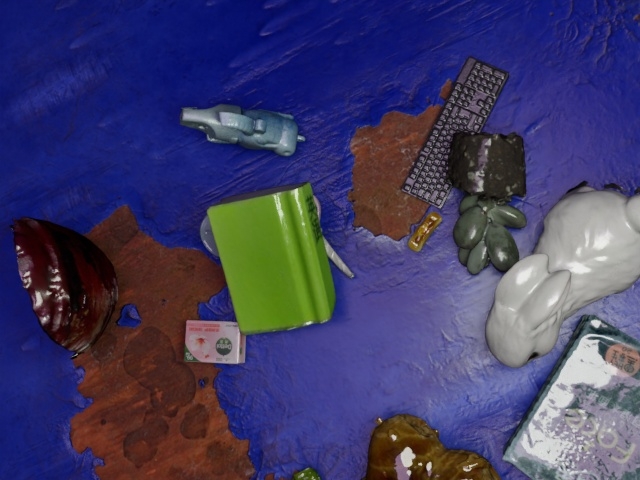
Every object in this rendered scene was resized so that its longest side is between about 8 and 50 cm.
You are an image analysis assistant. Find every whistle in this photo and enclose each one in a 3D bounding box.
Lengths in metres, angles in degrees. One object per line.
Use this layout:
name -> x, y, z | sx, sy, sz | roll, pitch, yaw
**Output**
whistle -> -0.159, -0.233, 1.451 | 0.268, 0.180, 0.093 | 5, 86, -17

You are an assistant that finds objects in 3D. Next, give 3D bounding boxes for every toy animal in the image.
toy animal -> 0.425, 0.064, 1.217 | 0.194, 0.258, 0.357 | 40, 73, 16

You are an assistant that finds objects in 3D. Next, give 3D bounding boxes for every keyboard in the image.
keyboard -> 0.271, -0.221, 1.420 | 0.100, 0.018, 0.310 | 27, 90, 14

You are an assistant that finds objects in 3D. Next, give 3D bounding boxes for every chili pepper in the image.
chili pepper -> -0.002, 0.552, 1.367 | 0.072, 0.073, 0.204 | -34, 65, 26

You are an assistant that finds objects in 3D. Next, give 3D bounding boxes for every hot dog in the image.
hot dog -> 0.209, -0.019, 1.403 | 0.030, 0.034, 0.090 | 37, 92, 14

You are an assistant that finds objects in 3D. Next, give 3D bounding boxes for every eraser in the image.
eraser -> -0.091, 0.038, 1.382 | 0.210, 0.092, 0.274 | -10, 103, 20

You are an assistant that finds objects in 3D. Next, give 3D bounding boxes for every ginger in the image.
ginger -> 0.213, 0.503, 1.278 | 0.357, 0.152, 0.274 | 28, 91, 17

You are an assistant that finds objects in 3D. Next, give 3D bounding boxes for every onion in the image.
onion -> -0.522, 0.077, 1.459 | 0.146, 0.280, 0.315 | -18, 79, -4

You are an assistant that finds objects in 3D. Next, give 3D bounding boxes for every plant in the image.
plant -> 0.317, -0.072, 1.329 | 0.149, 0.146, 0.275 | -3, 95, -12

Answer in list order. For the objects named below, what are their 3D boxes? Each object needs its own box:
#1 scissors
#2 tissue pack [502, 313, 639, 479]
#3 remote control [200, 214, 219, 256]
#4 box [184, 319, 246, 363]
scissors -> 0.000, 0.000, 1.456 | 0.110, 0.021, 0.212 | -45, 76, 12
tissue pack -> 0.503, 0.322, 1.255 | 0.227, 0.103, 0.316 | 31, 90, 16
remote control -> -0.136, -0.006, 1.461 | 0.247, 0.052, 0.104 | 10, 109, 17
box -> -0.222, 0.213, 1.473 | 0.125, 0.043, 0.089 | -1, 83, 14
